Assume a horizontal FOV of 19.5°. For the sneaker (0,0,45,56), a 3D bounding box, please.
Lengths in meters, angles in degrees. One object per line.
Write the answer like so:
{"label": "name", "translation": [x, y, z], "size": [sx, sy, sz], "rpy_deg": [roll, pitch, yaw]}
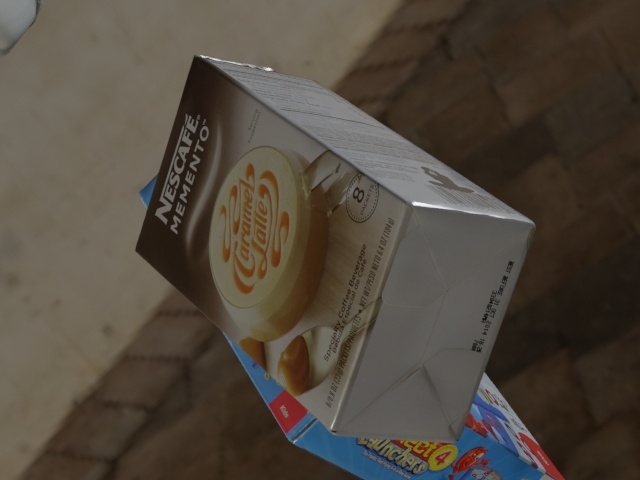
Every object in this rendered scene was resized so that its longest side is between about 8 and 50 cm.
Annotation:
{"label": "sneaker", "translation": [-0.193, -0.257, 1.310], "size": [0.123, 0.106, 0.290], "rpy_deg": [-12, 52, 31]}

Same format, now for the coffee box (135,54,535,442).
{"label": "coffee box", "translation": [0.000, 0.000, 1.103], "size": [0.246, 0.098, 0.141], "rpy_deg": [37, 113, 50]}

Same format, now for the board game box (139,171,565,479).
{"label": "board game box", "translation": [0.027, 0.082, 1.536], "size": [0.086, 0.302, 0.308], "rpy_deg": [-44, 48, 10]}
